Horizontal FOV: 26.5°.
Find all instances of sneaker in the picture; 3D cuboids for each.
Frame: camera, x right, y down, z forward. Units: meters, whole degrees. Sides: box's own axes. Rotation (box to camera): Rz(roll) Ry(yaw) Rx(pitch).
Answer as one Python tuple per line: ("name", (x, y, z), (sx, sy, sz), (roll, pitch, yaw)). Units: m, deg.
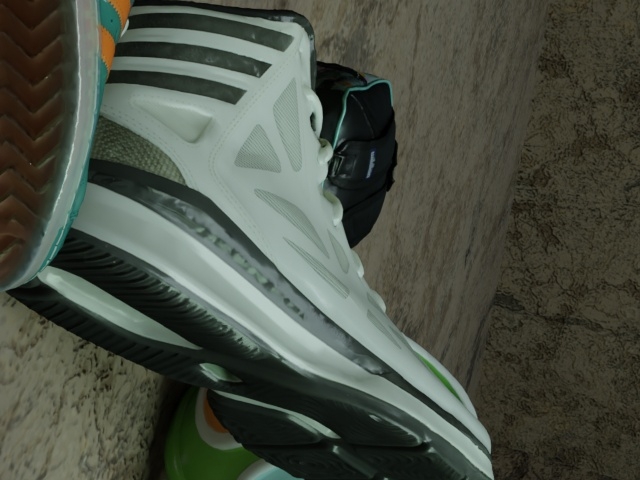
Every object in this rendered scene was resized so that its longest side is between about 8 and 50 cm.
("sneaker", (-0.129, -0.125, 0.668), (0.121, 0.108, 0.302), (-23, 125, -67))
("sneaker", (0.001, 0.000, 0.914), (0.447, 0.169, 0.258), (40, 56, -40))

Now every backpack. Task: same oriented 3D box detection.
("backpack", (-0.013, -0.065, 1.097), (0.188, 0.144, 0.166), (-27, 128, -61))

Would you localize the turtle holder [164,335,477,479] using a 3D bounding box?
("turtle holder", (0.029, 0.214, 1.150), (0.227, 0.320, 0.243), (-41, 169, 35))
